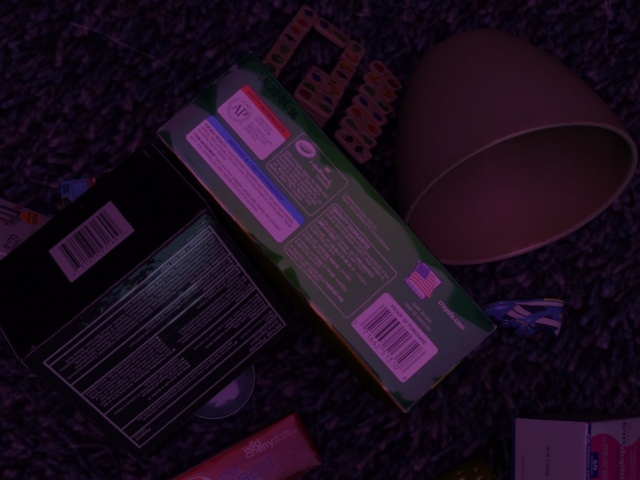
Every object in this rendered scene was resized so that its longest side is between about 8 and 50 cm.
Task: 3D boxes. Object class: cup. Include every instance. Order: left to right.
[{"bbox_3d":[0.236,-0.151,1.660,0.331,0.331,0.237,-16,62,-5],"label":"cup"}]

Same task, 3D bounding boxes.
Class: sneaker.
[{"bbox_3d":[0.286,0.114,1.748,0.144,0.053,0.059,-1,88,-3],"label":"sneaker"}]

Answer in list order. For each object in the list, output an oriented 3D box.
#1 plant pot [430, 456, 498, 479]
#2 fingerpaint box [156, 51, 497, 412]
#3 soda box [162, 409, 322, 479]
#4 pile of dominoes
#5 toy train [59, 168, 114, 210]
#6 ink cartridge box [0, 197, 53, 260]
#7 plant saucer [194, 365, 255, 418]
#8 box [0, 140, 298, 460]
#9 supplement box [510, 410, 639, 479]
[{"bbox_3d":[0.197,0.454,1.640,0.228,0.207,0.227,-30,89,-4],"label":"plant pot"},{"bbox_3d":[0.000,0.000,1.579,0.163,0.371,0.445,-41,88,-6],"label":"fingerpaint box"},{"bbox_3d":[-0.132,0.336,1.684,0.263,0.092,0.083,-28,87,-5],"label":"soda box"},{"bbox_3d":[0.024,-0.232,1.683,0.196,0.040,0.251,34,40,-6],"label":"pile of dominoes"},{"bbox_3d":[-0.310,-0.008,1.710,0.105,0.080,0.184,-8,88,5],"label":"toy train"},{"bbox_3d":[-0.457,0.024,1.648,0.176,0.128,0.127,22,120,-3],"label":"ink cartridge box"},{"bbox_3d":[-0.154,0.197,1.728,0.119,0.021,0.119,0,86,-3],"label":"plant saucer"},{"bbox_3d":[-0.236,0.085,1.581,0.296,0.294,0.183,-39,48,-6],"label":"box"},{"bbox_3d":[0.359,0.296,1.648,0.114,0.220,0.111,-1,85,34],"label":"supplement box"}]
